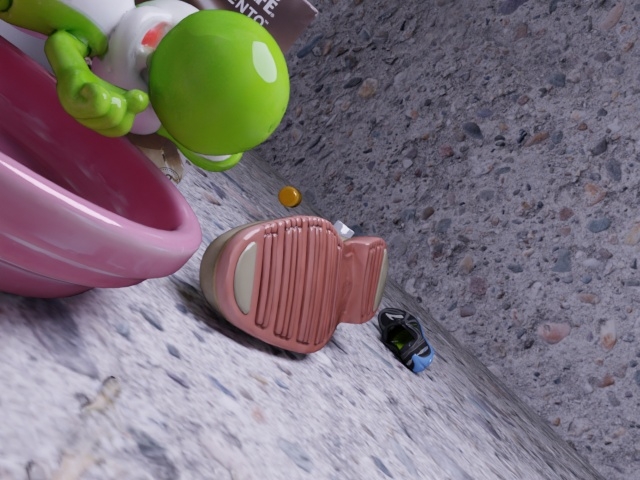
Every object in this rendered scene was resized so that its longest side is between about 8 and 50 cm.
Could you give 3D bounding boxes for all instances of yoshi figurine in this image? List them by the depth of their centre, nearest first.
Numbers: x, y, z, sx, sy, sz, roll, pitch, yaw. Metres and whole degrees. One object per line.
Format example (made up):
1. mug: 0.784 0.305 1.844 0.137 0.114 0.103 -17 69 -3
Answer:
1. yoshi figurine: -0.151 -0.180 0.505 0.362 0.204 0.203 40 20 -37

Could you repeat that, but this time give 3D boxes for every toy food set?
1. toy food set: 0.000 0.000 1.345 0.232 0.111 0.104 38 5 3

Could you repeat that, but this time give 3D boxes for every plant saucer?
1. plant saucer: -0.229 -0.073 0.440 0.332 0.084 0.332 39 6 -5

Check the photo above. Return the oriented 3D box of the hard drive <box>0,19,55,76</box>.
1. hard drive: -0.284 -0.284 0.806 0.353 0.233 0.047 45 4 -26

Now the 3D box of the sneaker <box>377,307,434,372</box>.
1. sneaker: 0.145 0.164 1.241 0.078 0.067 0.188 45 6 -22

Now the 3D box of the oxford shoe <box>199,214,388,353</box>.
1. oxford shoe: -0.044 0.043 0.783 0.147 0.140 0.397 9 -2 22

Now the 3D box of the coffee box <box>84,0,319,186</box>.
1. coffee box: -0.168 -0.200 0.775 0.168 0.297 0.119 38 5 -25
